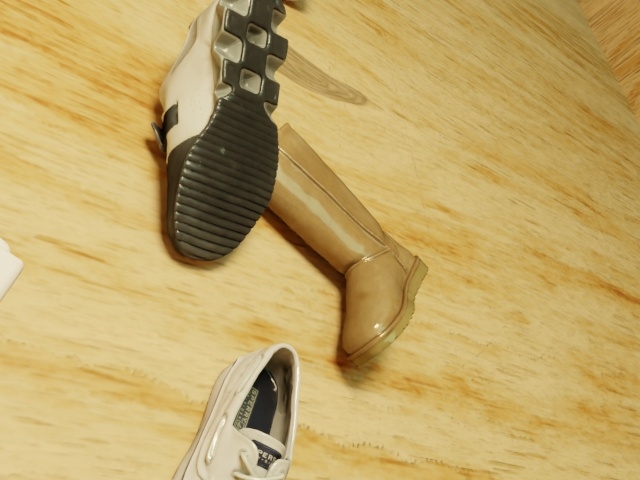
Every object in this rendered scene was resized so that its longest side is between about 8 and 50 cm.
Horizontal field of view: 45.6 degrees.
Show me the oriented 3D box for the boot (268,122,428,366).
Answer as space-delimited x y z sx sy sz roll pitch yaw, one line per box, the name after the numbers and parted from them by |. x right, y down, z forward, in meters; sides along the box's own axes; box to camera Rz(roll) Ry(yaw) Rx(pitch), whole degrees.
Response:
0.000 0.000 0.939 0.269 0.089 0.236 45 28 -6 | boot

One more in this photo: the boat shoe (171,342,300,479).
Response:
-0.071 0.198 0.679 0.095 0.084 0.258 33 39 -24 | boat shoe

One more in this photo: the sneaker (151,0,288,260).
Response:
-0.130 -0.130 0.890 0.122 0.146 0.331 26 67 -41 | sneaker

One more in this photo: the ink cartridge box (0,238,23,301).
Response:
-0.317 0.069 0.387 0.198 0.114 0.273 38 38 -19 | ink cartridge box
